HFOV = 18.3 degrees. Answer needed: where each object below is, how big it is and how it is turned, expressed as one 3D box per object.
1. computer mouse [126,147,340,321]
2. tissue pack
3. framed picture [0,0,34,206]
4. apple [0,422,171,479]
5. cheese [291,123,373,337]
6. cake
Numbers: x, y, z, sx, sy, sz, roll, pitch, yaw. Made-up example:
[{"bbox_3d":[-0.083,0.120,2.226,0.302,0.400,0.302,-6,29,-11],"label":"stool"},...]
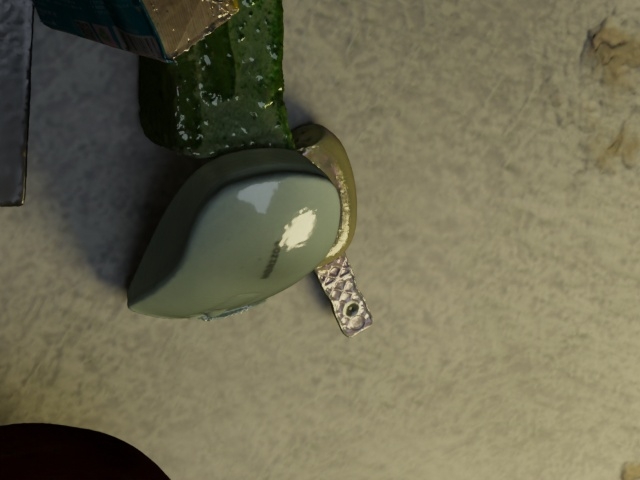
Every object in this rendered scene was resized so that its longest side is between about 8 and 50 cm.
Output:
[{"bbox_3d":[-0.065,0.013,1.513,0.128,0.079,0.231,-3,150,-22],"label":"computer mouse"},{"bbox_3d":[-0.145,-0.201,1.371,0.082,0.169,0.120,-40,125,-23],"label":"tissue pack"},{"bbox_3d":[-0.369,-0.134,1.405,0.338,0.014,0.255,-4,114,-22],"label":"framed picture"},{"bbox_3d":[-0.258,0.288,1.465,0.365,0.295,0.329,-21,141,-12],"label":"apple"},{"bbox_3d":[0.000,0.000,1.613,0.097,0.037,0.192,-29,122,-8],"label":"cheese"},{"bbox_3d":[-0.074,-0.172,1.467,0.100,0.099,0.235,-7,114,-23],"label":"cake"}]
